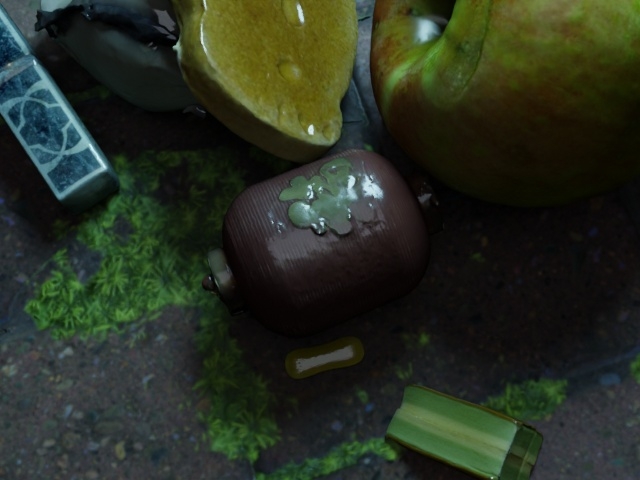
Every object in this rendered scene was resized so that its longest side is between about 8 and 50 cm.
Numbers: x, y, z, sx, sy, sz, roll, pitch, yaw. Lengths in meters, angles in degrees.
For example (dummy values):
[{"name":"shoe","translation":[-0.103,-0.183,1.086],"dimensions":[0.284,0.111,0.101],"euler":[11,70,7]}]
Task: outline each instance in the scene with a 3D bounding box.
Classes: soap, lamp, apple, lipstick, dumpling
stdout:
[{"name":"soap","translation":[0.005,0.129,0.906],"dimensions":[0.089,0.012,0.034],"euler":[-15,75,-2]},{"name":"lamp","translation":[0.000,0.000,0.861],"dimensions":[0.258,0.180,0.180],"euler":[-21,76,-3]},{"name":"apple","translation":[0.220,-0.203,0.828],"dimensions":[0.339,0.339,0.340],"euler":[0,76,2]},{"name":"lipstick","translation":[-0.339,-0.163,0.959],"dimensions":[0.077,0.076,0.290],"euler":[-35,80,-9]},{"name":"dumpling","translation":[-0.181,-0.258,0.936],"dimensions":[0.293,0.163,0.204],"euler":[28,80,15]}]

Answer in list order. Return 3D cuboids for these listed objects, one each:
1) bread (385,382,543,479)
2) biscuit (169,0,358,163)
[{"name":"bread","translation":[0.153,0.211,0.881],"dimensions":[0.139,0.084,0.074],"euler":[13,75,37]},{"name":"biscuit","translation":[-0.073,-0.256,0.883],"dimensions":[0.057,0.287,0.344],"euler":[-24,48,39]}]
